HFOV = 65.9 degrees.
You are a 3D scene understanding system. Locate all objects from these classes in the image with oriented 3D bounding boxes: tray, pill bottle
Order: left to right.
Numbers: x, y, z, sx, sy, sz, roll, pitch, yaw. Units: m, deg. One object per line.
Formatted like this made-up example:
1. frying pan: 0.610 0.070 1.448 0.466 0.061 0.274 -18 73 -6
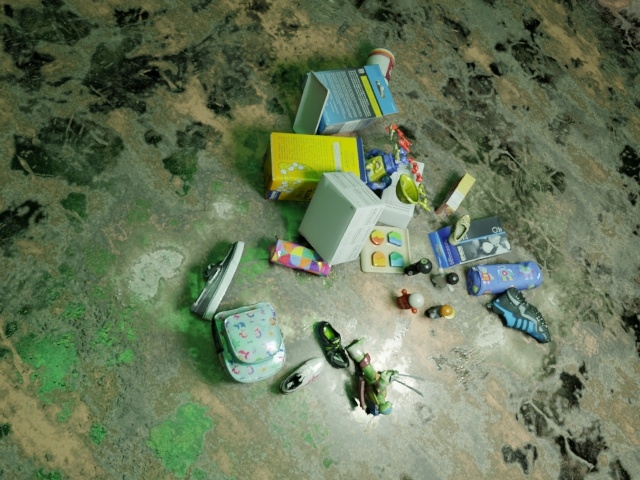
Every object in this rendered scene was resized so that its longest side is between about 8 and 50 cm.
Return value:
1. tray: -0.032 -0.503 1.918 0.030 0.270 0.145 -12 53 -32
2. pill bottle: 0.243 -0.714 2.150 0.121 0.121 0.221 19 69 -8

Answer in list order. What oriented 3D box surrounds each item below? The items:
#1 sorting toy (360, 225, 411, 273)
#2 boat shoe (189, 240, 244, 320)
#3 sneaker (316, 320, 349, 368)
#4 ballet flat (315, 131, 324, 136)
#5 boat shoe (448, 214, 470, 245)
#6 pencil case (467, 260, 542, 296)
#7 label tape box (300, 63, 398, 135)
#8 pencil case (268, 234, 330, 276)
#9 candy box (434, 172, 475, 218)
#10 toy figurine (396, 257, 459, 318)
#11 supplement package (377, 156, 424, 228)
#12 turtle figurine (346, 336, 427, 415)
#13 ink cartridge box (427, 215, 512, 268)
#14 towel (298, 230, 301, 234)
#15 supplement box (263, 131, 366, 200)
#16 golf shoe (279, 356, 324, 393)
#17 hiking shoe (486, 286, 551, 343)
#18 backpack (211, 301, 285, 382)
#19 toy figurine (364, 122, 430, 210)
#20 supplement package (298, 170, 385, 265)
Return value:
1. sorting toy: 0.259 0.033 1.958 0.208 0.038 0.193 2 72 -14
2. boat shoe: -0.363 0.125 1.730 0.102 0.108 0.301 26 75 -7
3. sneaker: 0.046 0.374 1.768 0.067 0.078 0.188 -24 82 -22
4. ballet flat: -0.002 -0.465 2.043 0.068 0.072 0.213 2 69 15
5. boat shoe: 0.569 -0.047 1.994 0.056 0.048 0.153 39 66 0
6. pencil case: 0.740 0.149 2.008 0.305 0.119 0.133 -4 54 -16
7. label tape box: 0.116 -0.574 2.016 0.333 0.106 0.241 -15 78 -22
8. pencil case: -0.073 0.062 1.828 0.236 0.104 0.105 18 69 -10
9. candy box: 0.565 -0.186 2.073 0.053 0.109 0.187 39 68 0
10. toy figurine: 0.415 0.187 1.877 0.209 0.148 0.213 22 73 -13
11. supplement package: 0.314 -0.192 1.982 0.138 0.134 0.244 16 69 4
12. turtle figurine: 0.225 0.452 1.733 0.266 0.274 0.197 56 34 11
13. ink cartridge box: 0.621 0.007 2.052 0.332 0.065 0.166 -13 77 -18
14. towel: 0.000 0.000 1.859 0.152 0.023 0.113 43 39 24
15. supplement box: -0.028 -0.273 1.895 0.356 0.194 0.195 0 72 -15
16. golf shoe: -0.055 0.468 1.707 0.186 0.086 0.067 -34 82 -23
17. hiking shoe: 0.807 0.314 1.990 0.304 0.132 0.113 46 29 -15
18. backpack: -0.232 0.344 1.651 0.225 0.191 0.254 -10 82 -24
19. toy figurine: 0.250 -0.238 1.881 0.191 0.217 0.363 27 46 -49
20. supplement package: 0.069 -0.081 1.754 0.145 0.262 0.204 -10 48 -41
